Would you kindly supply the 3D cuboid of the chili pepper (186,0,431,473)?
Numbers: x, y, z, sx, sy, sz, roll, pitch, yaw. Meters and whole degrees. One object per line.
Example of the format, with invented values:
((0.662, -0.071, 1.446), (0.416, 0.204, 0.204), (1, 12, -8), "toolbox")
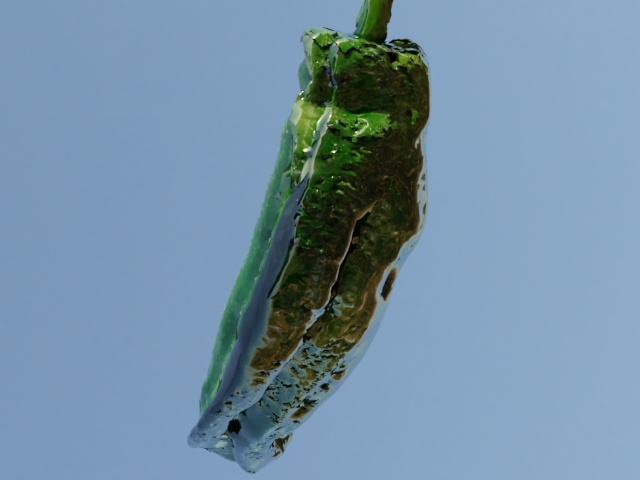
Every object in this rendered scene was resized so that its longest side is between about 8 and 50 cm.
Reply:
((0.000, 0.000, 0.656), (0.065, 0.122, 0.279), (14, -60, -10), "chili pepper")
